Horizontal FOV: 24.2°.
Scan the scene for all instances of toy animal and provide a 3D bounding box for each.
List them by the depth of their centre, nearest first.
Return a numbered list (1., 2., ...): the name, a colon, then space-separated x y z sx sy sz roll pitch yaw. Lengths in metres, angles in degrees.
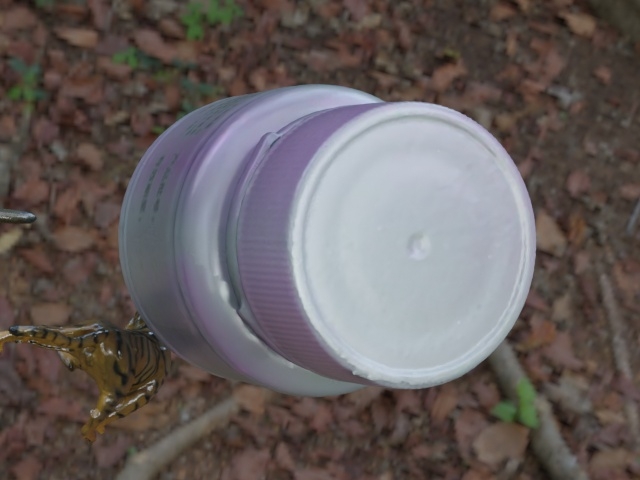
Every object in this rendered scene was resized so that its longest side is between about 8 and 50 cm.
1. toy animal: -0.201 0.103 1.335 0.116 0.255 0.114 -38 76 6

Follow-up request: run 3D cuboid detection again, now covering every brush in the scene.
1. brush: -0.410 -0.033 1.633 0.196 0.021 0.070 3 11 -15

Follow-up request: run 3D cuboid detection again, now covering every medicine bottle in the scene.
1. medicine bottle: 0.000 0.000 1.210 0.256 0.256 0.325 -10 5 -27
